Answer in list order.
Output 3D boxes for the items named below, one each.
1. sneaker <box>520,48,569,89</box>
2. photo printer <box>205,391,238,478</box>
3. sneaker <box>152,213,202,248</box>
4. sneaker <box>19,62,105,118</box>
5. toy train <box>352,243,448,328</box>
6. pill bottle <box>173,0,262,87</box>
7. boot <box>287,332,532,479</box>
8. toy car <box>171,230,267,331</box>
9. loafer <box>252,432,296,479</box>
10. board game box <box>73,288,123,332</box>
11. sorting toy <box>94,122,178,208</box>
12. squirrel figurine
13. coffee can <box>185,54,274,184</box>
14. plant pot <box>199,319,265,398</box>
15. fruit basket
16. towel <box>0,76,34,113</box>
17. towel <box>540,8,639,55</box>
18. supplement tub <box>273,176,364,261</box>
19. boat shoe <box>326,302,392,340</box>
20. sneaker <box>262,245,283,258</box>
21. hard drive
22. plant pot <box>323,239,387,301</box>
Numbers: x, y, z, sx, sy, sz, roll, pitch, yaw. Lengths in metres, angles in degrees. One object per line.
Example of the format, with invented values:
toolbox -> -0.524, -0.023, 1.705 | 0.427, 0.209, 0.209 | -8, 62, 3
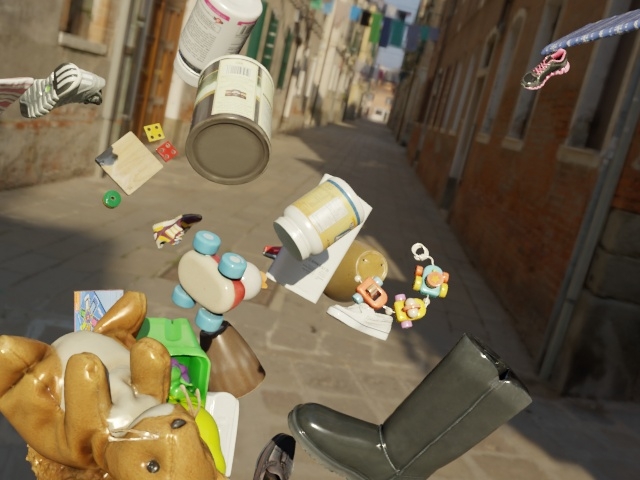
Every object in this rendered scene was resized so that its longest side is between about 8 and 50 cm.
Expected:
sneaker -> 0.475, -0.366, 1.508 | 0.047, 0.119, 0.057 | 52, -10, 33
photo printer -> -0.339, 0.515, 1.822 | 0.107, 0.256, 0.307 | 19, -21, -36
sneaker -> -0.448, -0.030, 2.266 | 0.185, 0.084, 0.069 | -17, -9, 26
sneaker -> -0.554, -0.313, 1.566 | 0.229, 0.086, 0.132 | -11, -9, 39
toy train -> 0.142, 0.074, 1.203 | 0.125, 0.166, 0.046 | 52, -19, 10
pill bottle -> -0.285, -0.552, 1.914 | 0.160, 0.283, 0.160 | 19, 47, -22
boot -> 0.199, 0.375, 1.621 | 0.367, 0.445, 0.146 | 39, 22, -16
toy car -> -0.254, 0.104, 1.985 | 0.210, 0.219, 0.238 | 38, 25, 28
loafer -> -0.135, 0.658, 1.915 | 0.109, 0.302, 0.095 | 45, -35, -19
board game box -> -0.674, 0.291, 2.167 | 0.145, 0.281, 0.027 | -1, 6, -26
sorting toy -> -0.522, -0.212, 1.960 | 0.132, 0.274, 0.046 | 48, -29, -8
squirrel figurine -> -0.324, 0.340, 1.155 | 0.370, 0.397, 0.281 | 31, 25, 29
coffee can -> -0.217, -0.301, 1.762 | 0.201, 0.201, 0.275 | 11, 43, -12
plant pot -> -0.330, 0.403, 2.474 | 0.215, 0.230, 0.215 | -17, 18, 6
fruit basket -> -0.345, 0.385, 1.486 | 0.283, 0.392, 0.392 | 3, 13, -14
towel -> -0.645, -0.243, 1.352 | 0.029, 0.197, 0.144 | 55, 23, -5
towel -> 0.674, -0.460, 1.508 | 0.243, 0.040, 0.336 | -31, 17, -38
supplement tub -> -0.004, -0.053, 1.799 | 0.200, 0.144, 0.144 | -36, 31, -15
boat shoe -> 0.117, 0.219, 2.081 | 0.095, 0.084, 0.258 | 21, -4, 43
sneaker -> -0.059, 0.014, 2.308 | 0.279, 0.118, 0.107 | -2, 5, -26
hard drive -> 0.000, 0.000, 2.181 | 0.047, 0.353, 0.233 | 28, -4, 42
plant pot -> 0.132, 0.102, 2.498 | 0.237, 0.237, 0.254 | 10, -7, -19
